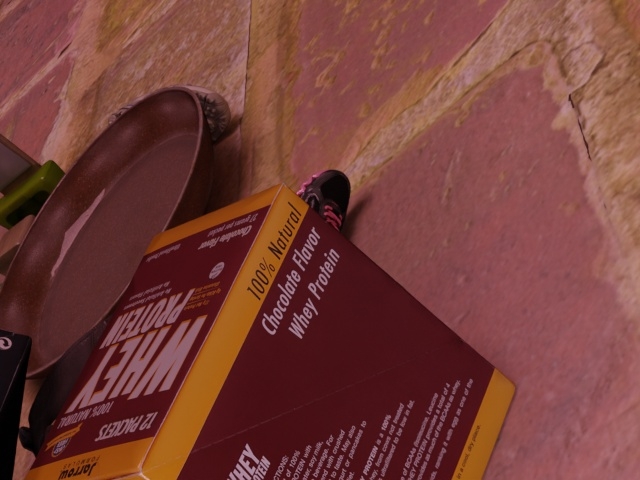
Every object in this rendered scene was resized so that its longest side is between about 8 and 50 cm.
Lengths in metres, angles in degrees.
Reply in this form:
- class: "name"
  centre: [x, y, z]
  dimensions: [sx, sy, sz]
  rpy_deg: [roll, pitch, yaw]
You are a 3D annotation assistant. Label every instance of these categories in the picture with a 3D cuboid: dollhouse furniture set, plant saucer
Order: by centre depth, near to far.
- class: "plant saucer"
  centre: [-0.192, 0.001, 1.617]
  dimensions: [0.310, 0.050, 0.310]
  rpy_deg: [-41, 28, 27]
- class: "dollhouse furniture set"
  centre: [-0.387, 0.040, 1.803]
  dimensions: [0.197, 0.151, 0.301]
  rpy_deg: [-33, 28, 33]

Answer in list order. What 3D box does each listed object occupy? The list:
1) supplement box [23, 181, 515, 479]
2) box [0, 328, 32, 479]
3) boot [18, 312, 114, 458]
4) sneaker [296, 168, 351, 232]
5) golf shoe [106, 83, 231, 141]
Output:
- class: "supplement box"
  centre: [-0.026, 0.111, 0.982]
  dimensions: [0.129, 0.194, 0.191]
  rpy_deg: [-20, 37, 49]
- class: "box"
  centre: [-0.328, 0.164, 1.324]
  dimensions: [0.261, 0.184, 0.103]
  rpy_deg: [106, -179, -45]
- class: "boot"
  centre: [-0.120, 0.127, 1.197]
  dimensions: [0.263, 0.091, 0.229]
  rpy_deg: [-41, 39, 24]
- class: "sneaker"
  centre: [0.000, 0.000, 1.312]
  dimensions: [0.057, 0.047, 0.119]
  rpy_deg: [-3, 58, 52]
- class: "golf shoe"
  centre: [-0.135, -0.133, 1.736]
  dimensions: [0.176, 0.069, 0.086]
  rpy_deg: [-4, 33, 50]
